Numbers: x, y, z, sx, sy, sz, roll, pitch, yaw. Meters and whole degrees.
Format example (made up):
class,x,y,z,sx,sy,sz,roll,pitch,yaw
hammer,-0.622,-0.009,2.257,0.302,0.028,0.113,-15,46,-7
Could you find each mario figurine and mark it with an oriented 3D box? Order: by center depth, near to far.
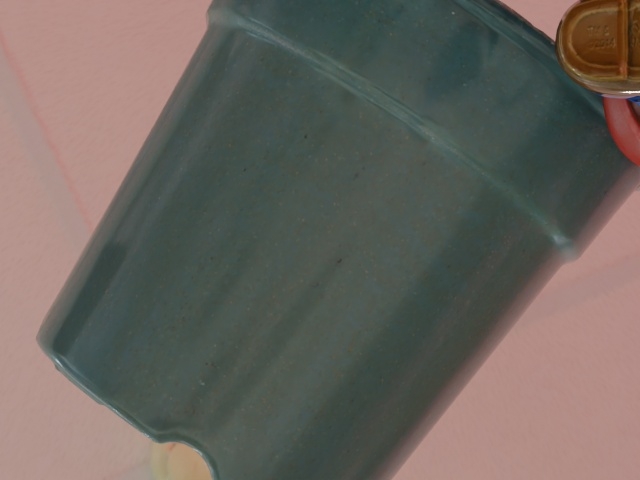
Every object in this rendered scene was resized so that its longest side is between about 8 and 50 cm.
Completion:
class,x,y,z,sx,sy,sz,roll,pitch,yaw
mario figurine,0.219,-0.120,0.791,0.170,0.320,0.198,20,-87,24

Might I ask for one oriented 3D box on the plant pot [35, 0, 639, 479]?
class,x,y,z,sx,sy,sz,roll,pitch,yaw
plant pot,0.000,0.000,1.053,0.341,0.341,0.334,34,-93,-7
